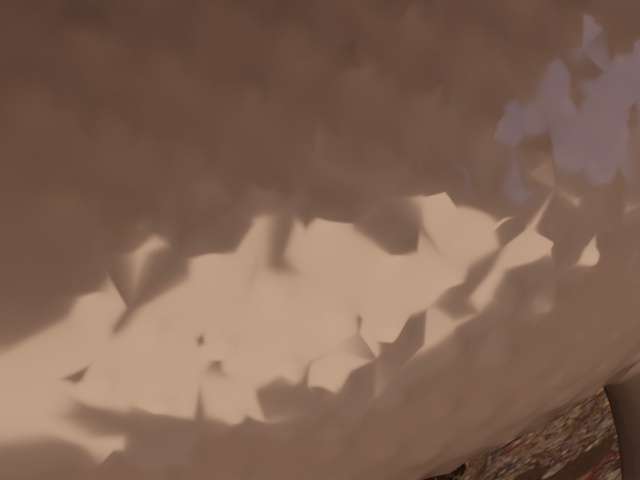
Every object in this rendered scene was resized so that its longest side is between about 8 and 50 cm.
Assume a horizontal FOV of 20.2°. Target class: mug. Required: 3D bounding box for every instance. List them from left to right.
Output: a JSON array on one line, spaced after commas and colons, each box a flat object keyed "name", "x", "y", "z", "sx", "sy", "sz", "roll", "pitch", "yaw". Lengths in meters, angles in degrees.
[{"name": "mug", "x": 0.000, "y": 0.000, "z": 0.600, "sx": 0.328, "sy": 0.374, "sz": 0.276, "roll": -14, "pitch": 177, "yaw": -17}]

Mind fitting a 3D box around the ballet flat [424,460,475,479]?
[{"name": "ballet flat", "x": 0.069, "y": 0.046, "z": 1.121, "sx": 0.483, "sy": 0.164, "sz": 0.182, "roll": -24, "pitch": 123, "yaw": -55}]
